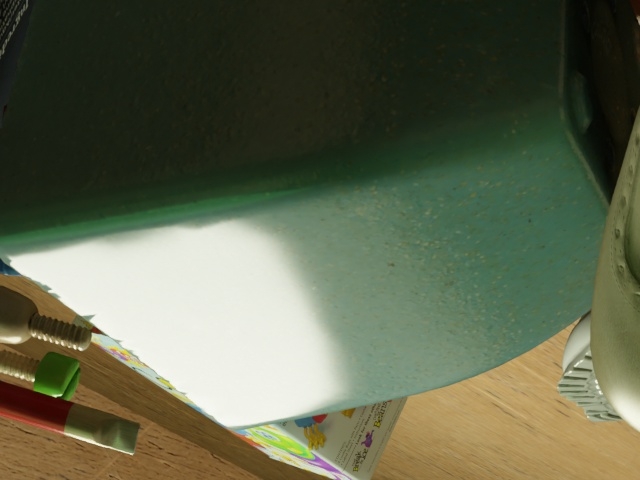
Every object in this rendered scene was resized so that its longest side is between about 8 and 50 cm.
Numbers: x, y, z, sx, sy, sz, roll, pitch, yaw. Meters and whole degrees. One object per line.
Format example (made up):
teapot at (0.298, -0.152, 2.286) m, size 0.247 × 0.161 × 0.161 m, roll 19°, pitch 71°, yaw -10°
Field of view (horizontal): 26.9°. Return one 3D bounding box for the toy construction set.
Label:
toy construction set at (-0.102, 0.003, 0.959) m, size 0.237 × 0.309 × 0.257 m, roll 16°, pitch 169°, yaw 10°

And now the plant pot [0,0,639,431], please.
plant pot at (0.026, -0.064, 0.671) m, size 0.252 × 0.247 × 0.248 m, roll -7°, pitch 149°, yaw 26°

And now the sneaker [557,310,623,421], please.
sneaker at (0.221, 0.072, 0.991) m, size 0.090 × 0.095 × 0.235 m, roll -2°, pitch 162°, yaw 11°

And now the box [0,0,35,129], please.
box at (-0.439, -0.199, 0.801) m, size 0.480 × 0.297 × 0.472 m, roll 25°, pitch 164°, yaw -2°

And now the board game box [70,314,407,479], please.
board game box at (-0.058, 0.091, 1.198) m, size 0.142 × 0.144 × 0.275 m, roll 8°, pitch 155°, yaw 47°

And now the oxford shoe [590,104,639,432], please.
oxford shoe at (0.160, -0.046, 0.457) m, size 0.140 × 0.146 × 0.397 m, roll 40°, pitch 141°, yaw 25°
